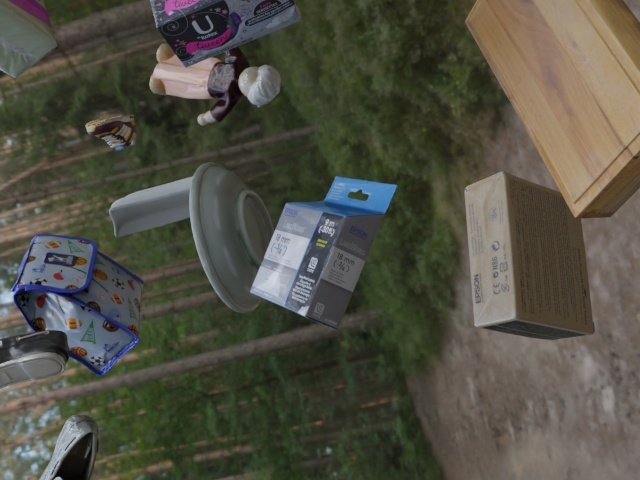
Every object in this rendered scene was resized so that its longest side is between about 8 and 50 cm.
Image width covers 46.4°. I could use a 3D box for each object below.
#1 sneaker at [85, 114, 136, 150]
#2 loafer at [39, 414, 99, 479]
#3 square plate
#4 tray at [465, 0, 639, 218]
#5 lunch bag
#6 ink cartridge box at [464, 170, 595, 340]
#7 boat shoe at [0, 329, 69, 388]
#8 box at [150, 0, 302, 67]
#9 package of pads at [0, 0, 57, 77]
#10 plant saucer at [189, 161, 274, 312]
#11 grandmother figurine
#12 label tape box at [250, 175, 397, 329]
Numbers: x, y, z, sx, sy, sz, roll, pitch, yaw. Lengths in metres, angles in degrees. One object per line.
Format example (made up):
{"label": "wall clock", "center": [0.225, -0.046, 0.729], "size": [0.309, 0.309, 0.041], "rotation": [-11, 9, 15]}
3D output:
{"label": "sneaker", "center": [-0.499, -0.257, 1.811], "size": [0.185, 0.070, 0.083], "rotation": [-41, -56, -68]}
{"label": "loafer", "center": [-0.620, 0.587, 1.818], "size": [0.111, 0.112, 0.319], "rotation": [17, 91, 57]}
{"label": "square plate", "center": [-0.444, -0.109, 2.187], "size": [0.347, 0.344, 0.049], "rotation": [136, 115, -73]}
{"label": "tray", "center": [0.353, -0.256, 1.069], "size": [0.202, 0.076, 0.410], "rotation": [118, 142, -49]}
{"label": "lunch bag", "center": [-0.750, 0.168, 2.310], "size": [0.385, 0.239, 0.327], "rotation": [39, -164, -26]}
{"label": "ink cartridge box", "center": [0.329, 0.030, 1.179], "size": [0.193, 0.088, 0.234], "rotation": [15, -114, -34]}
{"label": "boat shoe", "center": [-0.741, 0.279, 1.714], "size": [0.095, 0.335, 0.112], "rotation": [-99, 0, -48]}
{"label": "box", "center": [-0.184, -0.463, 1.397], "size": [0.142, 0.247, 0.163], "rotation": [53, -162, -65]}
{"label": "package of pads", "center": [-0.473, -0.362, 0.898], "size": [0.296, 0.101, 0.229], "rotation": [31, -149, -61]}
{"label": "plant saucer", "center": [-0.199, -0.018, 1.914], "size": [0.400, 0.101, 0.400], "rotation": [-16, -90, -75]}
{"label": "grandmother figurine", "center": [-0.235, -0.361, 1.688], "size": [0.104, 0.343, 0.207], "rotation": [0, -80, -58]}
{"label": "label tape box", "center": [0.000, 0.000, 1.637], "size": [0.241, 0.106, 0.333], "rotation": [15, 82, 55]}
